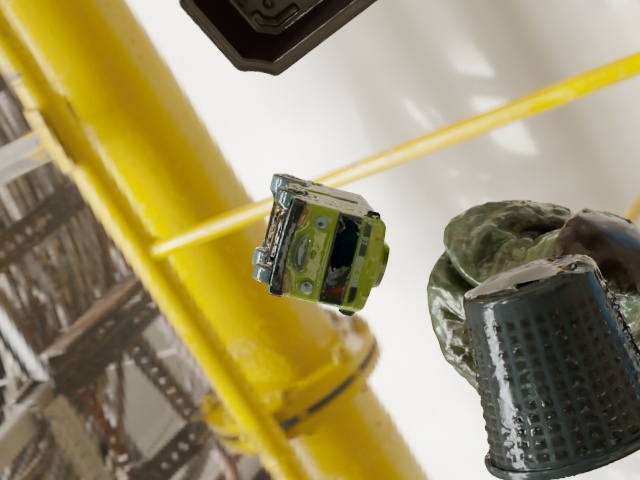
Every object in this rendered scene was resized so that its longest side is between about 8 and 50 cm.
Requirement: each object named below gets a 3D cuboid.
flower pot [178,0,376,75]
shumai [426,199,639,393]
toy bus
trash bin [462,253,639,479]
[{"bbox_3d":[-0.036,-0.325,1.546,0.179,0.251,0.084,48,-155,-18],"label":"flower pot"},{"bbox_3d":[0.309,0.087,1.652,0.309,0.263,0.304,5,-97,-12],"label":"shumai"},{"bbox_3d":[0.000,0.000,1.611,0.150,0.262,0.128,14,-82,-7],"label":"toy bus"},{"bbox_3d":[0.205,0.101,1.133,0.175,0.175,0.161,-27,-79,-52],"label":"trash bin"}]
